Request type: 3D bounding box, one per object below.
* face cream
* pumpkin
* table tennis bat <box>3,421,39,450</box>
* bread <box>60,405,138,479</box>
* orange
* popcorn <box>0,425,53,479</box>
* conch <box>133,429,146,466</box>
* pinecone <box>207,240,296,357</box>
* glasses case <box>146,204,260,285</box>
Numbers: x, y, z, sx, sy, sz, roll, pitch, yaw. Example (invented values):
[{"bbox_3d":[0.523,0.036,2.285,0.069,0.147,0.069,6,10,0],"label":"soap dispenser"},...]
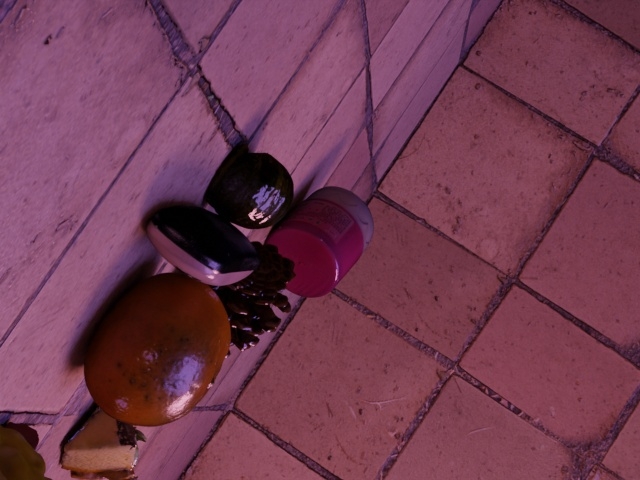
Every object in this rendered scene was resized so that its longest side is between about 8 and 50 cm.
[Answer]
[{"bbox_3d":[0.000,0.000,2.670,0.195,0.175,0.175,-50,171,-48],"label":"face cream"},{"bbox_3d":[-0.097,-0.072,1.922,0.119,0.107,0.183,-51,172,3],"label":"pumpkin"},{"bbox_3d":[-0.476,0.403,1.696,0.414,0.051,0.268,-58,174,26],"label":"table tennis bat"},{"bbox_3d":[-0.355,0.310,2.080,0.147,0.127,0.152,110,-18,-58],"label":"bread"},{"bbox_3d":[-0.224,0.159,1.795,0.240,0.171,0.240,-54,172,-11],"label":"orange"},{"bbox_3d":[-0.341,0.275,1.154,0.242,0.250,0.235,-50,179,-38],"label":"popcorn"},{"bbox_3d":[-0.357,0.362,2.302,0.106,0.079,0.170,-50,-172,-8],"label":"conch"},{"bbox_3d":[-0.149,0.096,2.058,0.185,0.168,0.212,5,147,-34],"label":"pinecone"},{"bbox_3d":[-0.157,0.007,1.762,0.075,0.122,0.314,-50,175,5],"label":"glasses case"}]
